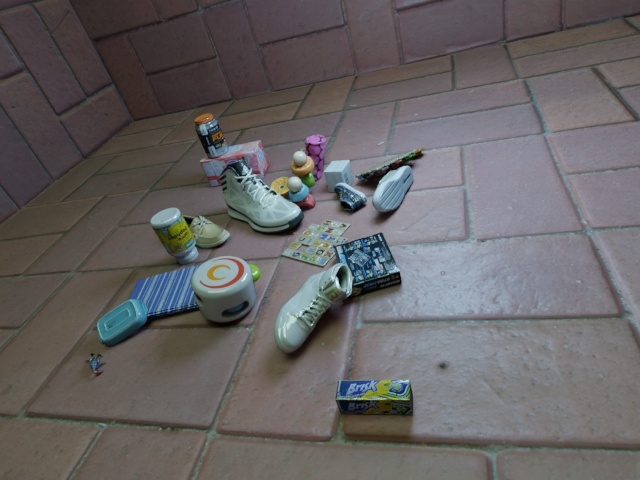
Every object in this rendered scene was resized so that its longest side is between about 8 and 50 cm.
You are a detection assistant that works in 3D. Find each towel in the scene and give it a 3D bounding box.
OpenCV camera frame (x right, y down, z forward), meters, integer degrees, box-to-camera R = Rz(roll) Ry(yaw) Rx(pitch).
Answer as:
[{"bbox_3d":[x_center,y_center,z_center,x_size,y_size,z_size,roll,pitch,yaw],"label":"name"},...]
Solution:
[{"bbox_3d":[-0.533,0.188,1.534,0.336,0.040,0.243,-12,34,5],"label":"towel"}]

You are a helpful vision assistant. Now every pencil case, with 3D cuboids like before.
[{"bbox_3d":[-0.033,-0.367,1.905,0.098,0.209,0.095,4,40,-4],"label":"pencil case"}]

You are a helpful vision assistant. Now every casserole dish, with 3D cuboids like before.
[{"bbox_3d":[-0.667,0.268,1.421,0.188,0.037,0.114,-34,61,-3],"label":"casserole dish"}]

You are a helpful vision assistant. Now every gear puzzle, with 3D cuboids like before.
[{"bbox_3d":[0.314,-0.326,1.821,0.339,0.044,0.175,-28,10,-28],"label":"gear puzzle"}]

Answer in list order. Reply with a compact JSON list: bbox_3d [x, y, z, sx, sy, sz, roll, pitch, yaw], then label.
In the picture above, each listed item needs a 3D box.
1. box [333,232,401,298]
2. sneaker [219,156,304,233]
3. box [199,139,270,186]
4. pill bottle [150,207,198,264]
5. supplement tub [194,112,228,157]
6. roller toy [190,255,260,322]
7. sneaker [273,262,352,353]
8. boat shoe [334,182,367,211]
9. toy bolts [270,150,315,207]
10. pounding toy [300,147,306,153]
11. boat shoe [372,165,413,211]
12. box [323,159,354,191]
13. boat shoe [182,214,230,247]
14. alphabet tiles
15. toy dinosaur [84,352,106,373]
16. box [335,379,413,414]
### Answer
[{"bbox_3d":[0.144,0.073,1.360,0.175,0.051,0.220,-17,35,2],"label":"box"},{"bbox_3d":[-0.271,-0.191,1.729,0.447,0.258,0.169,17,48,40],"label":"sneaker"},{"bbox_3d":[-0.431,-0.390,2.167,0.299,0.154,0.142,-7,36,17],"label":"box"},{"bbox_3d":[-0.558,-0.012,1.657,0.117,0.208,0.118,-12,35,9],"label":"pill bottle"},{"bbox_3d":[-0.533,-0.510,2.078,0.117,0.190,0.117,-12,36,9],"label":"supplement tub"},{"bbox_3d":[-0.308,0.158,1.364,0.209,0.146,0.191,6,38,14],"label":"roller toy"},{"bbox_3d":[-0.012,0.173,1.193,0.169,0.108,0.292,-33,19,44],"label":"sneaker"},{"bbox_3d":[0.096,-0.175,1.708,0.083,0.065,0.183,-33,38,-23],"label":"boat shoe"},{"bbox_3d":[-0.121,-0.245,1.776,0.218,0.158,0.229,-16,52,7],"label":"toy bolts"},{"bbox_3d":[-0.054,-0.379,2.048,0.141,0.100,0.130,-1,37,5],"label":"pounding toy"},{"bbox_3d":[0.265,-0.193,1.646,0.094,0.109,0.302,-9,24,40],"label":"boat shoe"},{"bbox_3d":[0.080,-0.274,1.821,0.087,0.101,0.102,2,38,27],"label":"box"},{"bbox_3d":[-0.504,-0.047,1.778,0.302,0.098,0.109,12,45,36],"label":"boat shoe"},{"bbox_3d":[0.000,0.000,1.564,0.198,0.009,0.237,13,46,37],"label":"alphabet tiles"},{"bbox_3d":[-0.706,0.392,1.341,0.090,0.047,0.082,-44,39,22],"label":"toy dinosaur"},{"bbox_3d":[0.123,0.357,0.974,0.168,0.059,0.054,-6,34,16],"label":"box"}]
